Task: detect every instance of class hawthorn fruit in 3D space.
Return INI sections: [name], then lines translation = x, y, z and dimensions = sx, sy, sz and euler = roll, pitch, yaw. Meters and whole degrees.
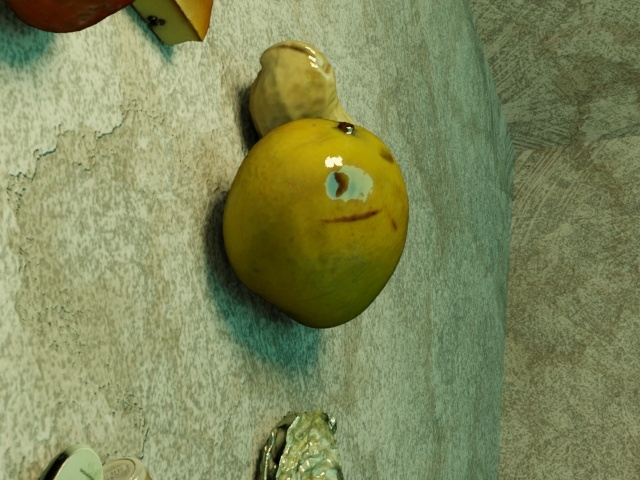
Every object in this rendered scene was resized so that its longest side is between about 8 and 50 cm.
[hawthorn fruit]
translation = -0.267, -0.315, 1.001
dimensions = 0.189, 0.189, 0.189
euler = -6, 90, -68

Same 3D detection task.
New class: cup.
[cup]
translation = -0.227, 0.315, 1.071
dimensions = 0.102, 0.074, 0.099
euler = -47, 126, -45

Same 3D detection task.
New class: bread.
[bread]
translation = -0.196, -0.462, 1.336
dimensions = 0.138, 0.077, 0.361
euler = 48, 41, -53

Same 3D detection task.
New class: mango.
[mango]
translation = 0.000, 0.000, 1.464
dimensions = 0.220, 0.301, 0.445
euler = 50, -21, 34

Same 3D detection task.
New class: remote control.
[remote control]
translation = -0.288, 0.329, 0.955
dimensions = 0.097, 0.045, 0.256
euler = 62, 34, -44

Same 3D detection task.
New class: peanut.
[peanut]
translation = -0.028, -0.185, 1.563
dimensions = 0.174, 0.158, 0.340
euler = 41, -15, 51

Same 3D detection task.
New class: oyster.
[oyster]
translation = -0.029, 0.400, 1.474
dimensions = 0.198, 0.112, 0.268
euler = 35, 56, -61
